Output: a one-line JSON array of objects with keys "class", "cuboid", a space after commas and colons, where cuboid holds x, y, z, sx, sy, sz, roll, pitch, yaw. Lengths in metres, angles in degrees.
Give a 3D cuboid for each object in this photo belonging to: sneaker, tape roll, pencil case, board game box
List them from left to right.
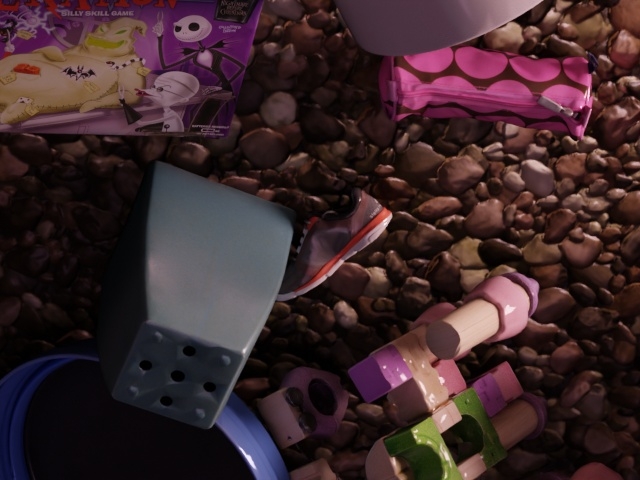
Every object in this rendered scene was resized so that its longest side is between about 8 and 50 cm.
[{"class": "board game box", "cuboid": [-0.239, -0.185, 1.697, 0.346, 0.056, 0.208, 0, 135, -16]}, {"class": "sneaker", "cuboid": [0.000, 0.000, 1.889, 0.158, 0.061, 0.065, -39, 98, 16]}, {"class": "tape roll", "cuboid": [0.101, -0.298, 1.575, 0.246, 0.246, 0.169, -22, 119, 15]}, {"class": "pencil case", "cuboid": [0.160, -0.147, 1.757, 0.209, 0.098, 0.095, 4, 123, 0]}]

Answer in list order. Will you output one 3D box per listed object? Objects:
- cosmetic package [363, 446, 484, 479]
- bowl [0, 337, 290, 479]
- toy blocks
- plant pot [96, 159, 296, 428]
[{"class": "cosmetic package", "cuboid": [0.072, 0.327, 2.086, 0.239, 0.060, 0.099, -39, 115, 24]}, {"class": "bowl", "cuboid": [-0.202, 0.281, 1.976, 0.391, 0.077, 0.391, 12, 119, 22]}, {"class": "toy blocks", "cuboid": [0.159, 0.203, 1.932, 0.309, 0.260, 0.289, -29, 88, 38]}, {"class": "plant pot", "cuboid": [-0.132, 0.069, 1.824, 0.165, 0.234, 0.165, 19, 122, -11]}]
